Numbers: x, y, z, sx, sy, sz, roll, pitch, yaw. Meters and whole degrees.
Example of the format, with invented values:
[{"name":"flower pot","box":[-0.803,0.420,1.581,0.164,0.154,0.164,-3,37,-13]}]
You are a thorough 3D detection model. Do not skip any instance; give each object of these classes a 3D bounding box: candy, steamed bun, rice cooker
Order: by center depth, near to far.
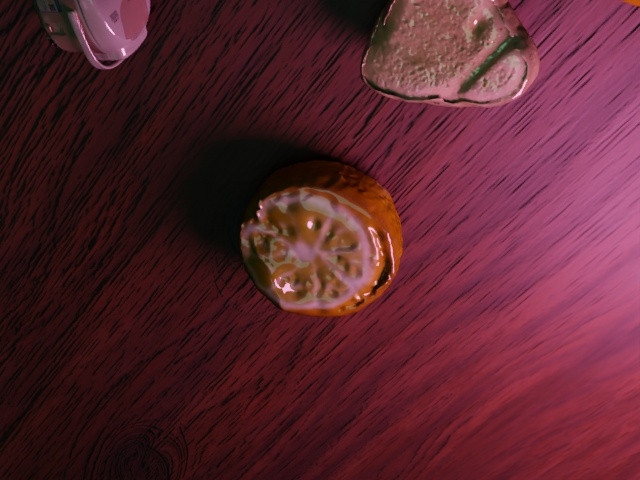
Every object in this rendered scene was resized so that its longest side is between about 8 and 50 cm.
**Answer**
[{"name":"steamed bun","box":[0.182,-0.260,1.220,0.212,0.110,0.231,38,127,2]},{"name":"rice cooker","box":[-0.305,-0.330,1.223,0.127,0.145,0.206,7,131,19]},{"name":"candy","box":[0.000,0.000,1.434,0.260,0.118,0.259,4,124,6]}]

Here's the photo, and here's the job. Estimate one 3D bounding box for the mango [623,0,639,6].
[{"name":"mango","box":[0.388,-0.344,1.149,0.190,0.075,0.098,26,110,-6]}]
